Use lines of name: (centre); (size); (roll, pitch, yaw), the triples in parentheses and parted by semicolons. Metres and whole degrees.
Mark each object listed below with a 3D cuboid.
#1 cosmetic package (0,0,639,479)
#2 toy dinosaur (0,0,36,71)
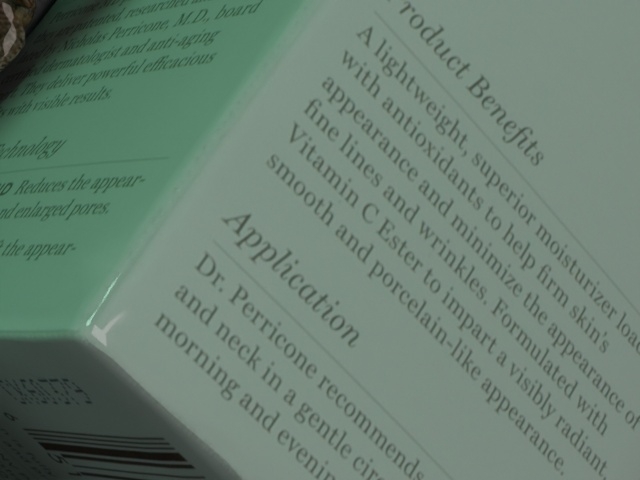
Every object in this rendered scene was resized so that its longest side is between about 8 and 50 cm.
cosmetic package: (0.000, 0.000, 0.513); (0.151, 0.151, 0.184); (48, 62, -25)
toy dinosaur: (-0.143, -0.098, 0.438); (0.200, 0.127, 0.296); (44, 56, -16)
